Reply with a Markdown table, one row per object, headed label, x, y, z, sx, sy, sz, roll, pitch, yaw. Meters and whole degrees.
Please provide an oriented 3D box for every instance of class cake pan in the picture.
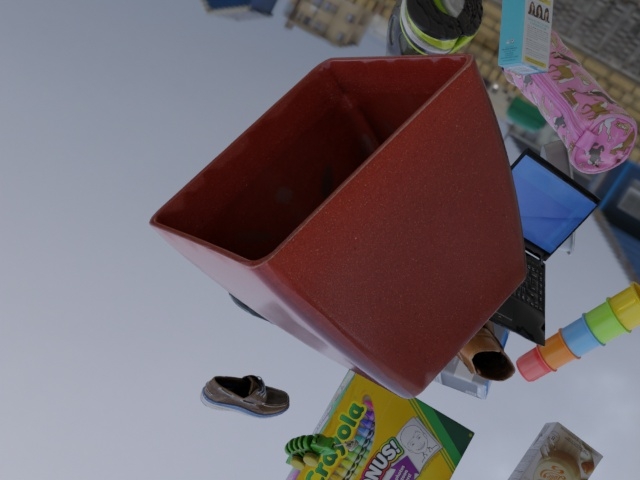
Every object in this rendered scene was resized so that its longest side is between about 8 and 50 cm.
| label | x | y | z | sx | sy | sz | roll | pitch | yaw |
| --- | --- | --- | --- | --- | --- | --- | --- | --- | --- |
| cake pan | 0.572 | -0.108 | 2.213 | 0.054 | 0.293 | 0.293 | -4 | -167 | 8 |

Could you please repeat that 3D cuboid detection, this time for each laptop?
| label | x | y | z | sx | sy | sz | roll | pitch | yaw |
| --- | --- | --- | --- | --- | --- | --- | --- | --- | --- |
| laptop | 0.374 | 0.019 | 1.595 | 0.234 | 0.137 | 0.264 | 27 | -122 | -35 |

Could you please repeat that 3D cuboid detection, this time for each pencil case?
| label | x | y | z | sx | sy | sz | roll | pitch | yaw |
| --- | --- | --- | --- | --- | --- | --- | --- | --- | --- |
| pencil case | 0.542 | -0.312 | 2.008 | 0.167 | 0.160 | 0.386 | -16 | -133 | -8 |

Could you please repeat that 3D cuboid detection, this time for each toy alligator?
| label | x | y | z | sx | sy | sz | roll | pitch | yaw |
| --- | --- | --- | --- | --- | --- | --- | --- | --- | --- |
| toy alligator | -0.011 | 0.375 | 1.671 | 0.051 | 0.190 | 0.056 | 47 | -136 | -17 |

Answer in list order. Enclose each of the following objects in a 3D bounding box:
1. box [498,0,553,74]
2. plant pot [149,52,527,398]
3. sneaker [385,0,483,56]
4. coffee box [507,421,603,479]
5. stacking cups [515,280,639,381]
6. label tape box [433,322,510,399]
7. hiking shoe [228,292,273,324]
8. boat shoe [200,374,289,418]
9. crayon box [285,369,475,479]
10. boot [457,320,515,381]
| label | x | y | z | sx | sy | sz | roll | pitch | yaw |
| --- | --- | --- | --- | --- | --- | --- | --- | --- | --- |
| box | 0.419 | -0.468 | 1.852 | 0.101 | 0.244 | 0.060 | 7 | 177 | -44 |
| plant pot | 0.040 | -0.004 | 0.892 | 0.235 | 0.267 | 0.267 | 53 | 163 | -25 |
| sneaker | 0.137 | -0.292 | 1.088 | 0.111 | 0.121 | 0.300 | 34 | -133 | -6 |
| coffee box | 0.545 | 0.577 | 2.195 | 0.141 | 0.246 | 0.098 | 37 | 167 | 4 |
| stacking cups | 0.572 | 0.206 | 1.996 | 0.096 | 0.316 | 0.096 | 37 | -148 | -29 |
| label tape box | 0.210 | 0.137 | 1.836 | 0.348 | 0.249 | 0.115 | 19 | 162 | 16 |
| hiking shoe | -0.068 | 0.146 | 2.006 | 0.304 | 0.113 | 0.132 | 16 | 161 | -20 |
| boat shoe | -0.136 | 0.297 | 1.761 | 0.183 | 0.066 | 0.066 | 9 | -140 | -27 |
| crayon box | 0.123 | 0.513 | 2.079 | 0.313 | 0.363 | 0.106 | 31 | 172 | -9 |
| boot | 0.208 | 0.141 | 1.608 | 0.283 | 0.109 | 0.220 | 30 | -160 | -37 |
